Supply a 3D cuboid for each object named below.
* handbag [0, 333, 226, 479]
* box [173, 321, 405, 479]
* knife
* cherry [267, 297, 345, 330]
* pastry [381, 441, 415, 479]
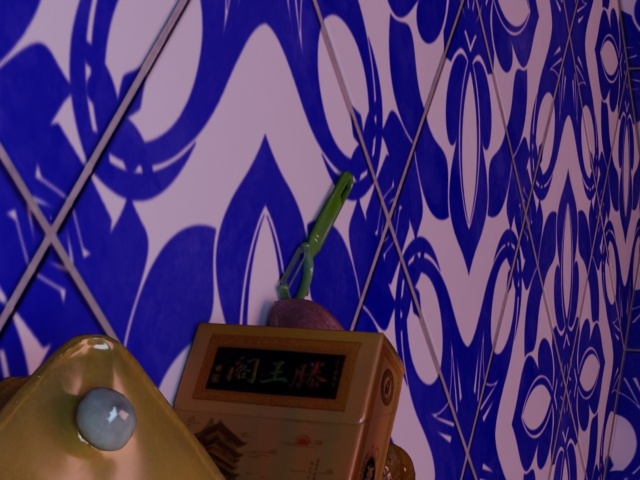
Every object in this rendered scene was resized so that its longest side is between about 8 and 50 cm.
[{"bbox_3d":[-0.151,0.262,0.696,0.283,0.133,0.401,55,34,-16],"label":"handbag"},{"bbox_3d":[-0.047,0.204,1.016,0.076,0.174,0.274,59,39,-53],"label":"box"},{"bbox_3d":[0.001,0.000,1.324,0.212,0.015,0.054,-64,147,-45],"label":"knife"},{"bbox_3d":[-0.009,0.122,1.215,0.106,0.087,0.126,-65,150,-52],"label":"cherry"},{"bbox_3d":[0.055,0.290,1.385,0.153,0.081,0.153,-3,94,-57],"label":"pastry"}]
